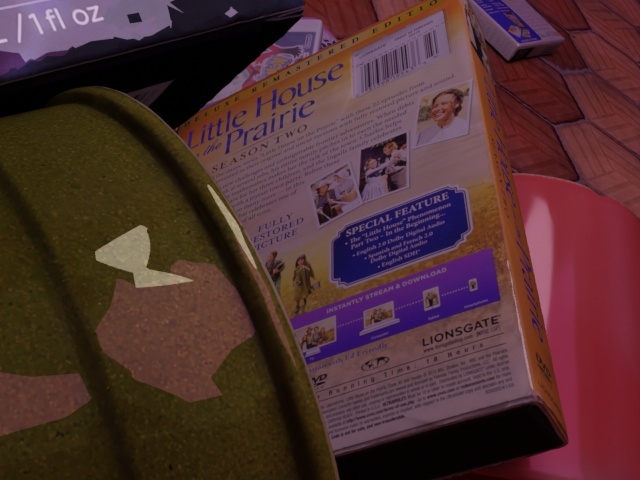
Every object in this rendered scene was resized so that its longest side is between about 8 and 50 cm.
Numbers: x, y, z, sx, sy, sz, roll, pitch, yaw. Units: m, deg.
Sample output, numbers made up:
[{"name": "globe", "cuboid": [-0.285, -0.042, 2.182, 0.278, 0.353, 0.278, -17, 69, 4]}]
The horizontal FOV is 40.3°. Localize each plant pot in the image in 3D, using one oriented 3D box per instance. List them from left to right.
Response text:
[{"name": "plant pot", "cuboid": [-0.234, 0.139, 0.371, 0.353, 0.366, 0.366, -15, 61, -34]}, {"name": "plant pot", "cuboid": [0.152, 0.097, 0.696, 0.275, 0.275, 0.243, 23, 65, -20]}]

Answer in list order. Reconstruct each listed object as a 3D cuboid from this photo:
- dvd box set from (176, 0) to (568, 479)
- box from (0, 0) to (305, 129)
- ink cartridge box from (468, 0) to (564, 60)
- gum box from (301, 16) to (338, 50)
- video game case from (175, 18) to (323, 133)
[{"name": "dvd box set", "cuboid": [0.000, 0.000, 0.674, 0.062, 0.308, 0.420, 50, 28, -39]}, {"name": "box", "cuboid": [-0.249, -0.245, 0.560, 0.293, 0.212, 0.395, -27, 90, -38]}, {"name": "ink cartridge box", "cuboid": [0.341, -0.429, 1.650, 0.206, 0.045, 0.208, -21, 67, -49]}, {"name": "gum box", "cuboid": [-0.042, -0.226, 1.108, 0.188, 0.062, 0.107, -14, 60, -46]}, {"name": "video game case", "cuboid": [-0.097, -0.180, 0.955, 0.183, 0.023, 0.201, 2, 49, 6]}]
